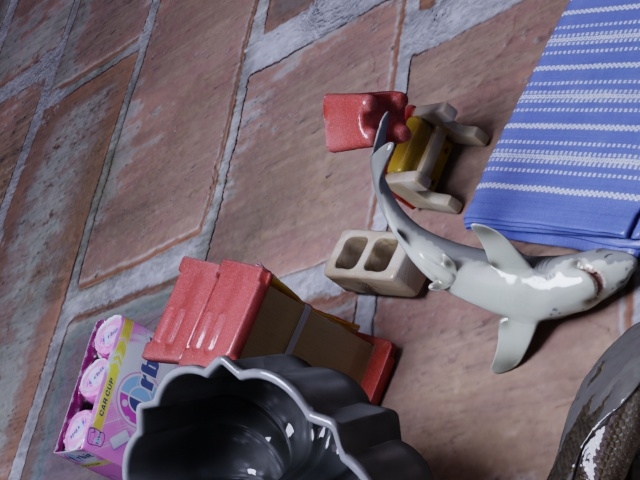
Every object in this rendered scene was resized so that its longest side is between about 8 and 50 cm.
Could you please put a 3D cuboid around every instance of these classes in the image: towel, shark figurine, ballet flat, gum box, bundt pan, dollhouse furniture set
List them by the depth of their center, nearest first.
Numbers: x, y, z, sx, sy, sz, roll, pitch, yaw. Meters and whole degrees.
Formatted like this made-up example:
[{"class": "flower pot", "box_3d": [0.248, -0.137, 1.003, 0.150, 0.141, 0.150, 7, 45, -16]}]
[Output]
[{"class": "ballet flat", "box_3d": [0.229, 0.174, 0.951, 0.250, 0.058, 0.084, -59, 12, -15]}, {"class": "bundt pan", "box_3d": [-0.021, 0.248, 1.023, 0.331, 0.124, 0.331, 11, 107, 41]}, {"class": "shark figurine", "box_3d": [0.147, 0.006, 1.119, 0.116, 0.278, 0.166, -39, -26, -54]}, {"class": "towel", "box_3d": [0.290, -0.141, 1.158, 0.243, 0.040, 0.336, 9, 67, 55]}, {"class": "dollhouse furniture set", "box_3d": [0.000, 0.000, 1.238, 0.152, 0.201, 0.374, 4, 66, 52]}, {"class": "gum box", "box_3d": [-0.243, 0.192, 1.457, 0.062, 0.107, 0.188, -18, 49, 42]}]

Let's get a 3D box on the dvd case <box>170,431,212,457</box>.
[{"class": "dvd case", "box_3d": [-0.157, 0.299, 1.200, 0.253, 0.180, 0.022, -51, 50, 7]}]
